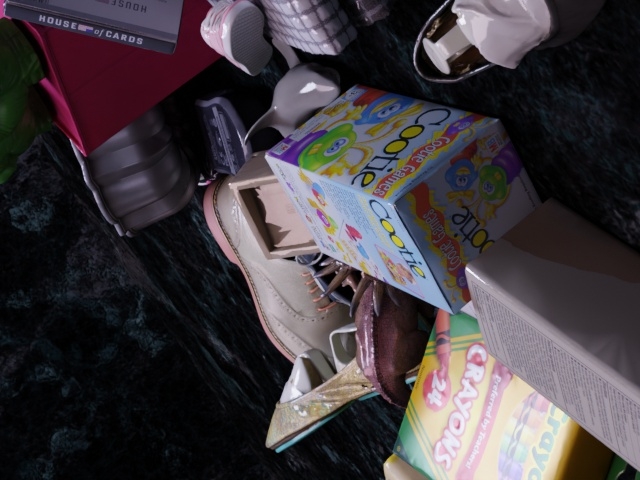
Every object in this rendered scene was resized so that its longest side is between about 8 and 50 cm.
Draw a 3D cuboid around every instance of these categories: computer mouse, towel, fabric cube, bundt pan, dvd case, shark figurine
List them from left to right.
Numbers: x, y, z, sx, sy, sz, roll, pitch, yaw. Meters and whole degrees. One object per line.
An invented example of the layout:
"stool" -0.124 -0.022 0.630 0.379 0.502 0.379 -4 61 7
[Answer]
"fabric cube" -0.276 -0.312 1.712 0.254 0.258 0.259 44 162 23
"dvd case" -0.226 -0.314 1.510 0.179 0.239 0.029 12 147 -11
"bundt pan" -0.263 -0.176 2.043 0.331 0.124 0.331 -15 -90 -83
"computer mouse" -0.117 -0.159 1.939 0.272 0.072 0.189 28 135 65
"towel" -0.064 -0.311 1.380 0.235 0.121 0.283 52 170 -28
"shark figurine" -0.034 -0.124 1.717 0.166 0.116 0.278 44 160 31

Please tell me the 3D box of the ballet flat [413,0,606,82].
"ballet flat" 0.144 -0.176 1.127 0.095 0.096 0.280 53 164 -1

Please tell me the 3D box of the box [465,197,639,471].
"box" 0.287 0.109 1.301 0.311 0.121 0.148 39 159 39

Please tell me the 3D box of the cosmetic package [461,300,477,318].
"cosmetic package" 0.176 0.038 1.572 0.239 0.060 0.099 26 149 57

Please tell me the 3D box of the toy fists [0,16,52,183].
"toy fists" -0.392 -0.146 1.664 0.096 0.142 0.279 49 164 8

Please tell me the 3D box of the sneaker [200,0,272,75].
"sneaker" -0.091 -0.209 1.385 0.070 0.051 0.134 40 174 13

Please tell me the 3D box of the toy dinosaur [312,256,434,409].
"toy dinosaur" 0.077 0.101 1.721 0.200 0.127 0.296 16 -119 -78

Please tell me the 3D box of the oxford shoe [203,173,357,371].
"oxford shoe" -0.023 0.065 2.056 0.397 0.140 0.146 52 157 -8

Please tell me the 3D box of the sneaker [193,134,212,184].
"sneaker" -0.225 -0.159 2.254 0.170 0.063 0.075 51 171 21

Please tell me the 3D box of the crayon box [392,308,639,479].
"crayon box" 0.224 0.211 1.573 0.081 0.202 0.318 10 -169 -36

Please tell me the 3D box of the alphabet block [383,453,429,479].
"alphabet block" 0.219 0.333 1.850 0.197 0.193 0.192 44 161 27

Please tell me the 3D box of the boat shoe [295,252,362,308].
"boat shoe" 0.000 0.000 1.916 0.079 0.095 0.255 35 158 50

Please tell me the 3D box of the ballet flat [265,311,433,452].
"ballet flat" 0.029 0.187 1.995 0.348 0.123 0.123 -33 96 39

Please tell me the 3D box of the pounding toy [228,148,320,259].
"pounding toy" -0.023 -0.042 1.674 0.130 0.100 0.141 -9 120 33

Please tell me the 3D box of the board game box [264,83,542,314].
"board game box" 0.086 -0.052 1.475 0.275 0.142 0.144 25 150 59
